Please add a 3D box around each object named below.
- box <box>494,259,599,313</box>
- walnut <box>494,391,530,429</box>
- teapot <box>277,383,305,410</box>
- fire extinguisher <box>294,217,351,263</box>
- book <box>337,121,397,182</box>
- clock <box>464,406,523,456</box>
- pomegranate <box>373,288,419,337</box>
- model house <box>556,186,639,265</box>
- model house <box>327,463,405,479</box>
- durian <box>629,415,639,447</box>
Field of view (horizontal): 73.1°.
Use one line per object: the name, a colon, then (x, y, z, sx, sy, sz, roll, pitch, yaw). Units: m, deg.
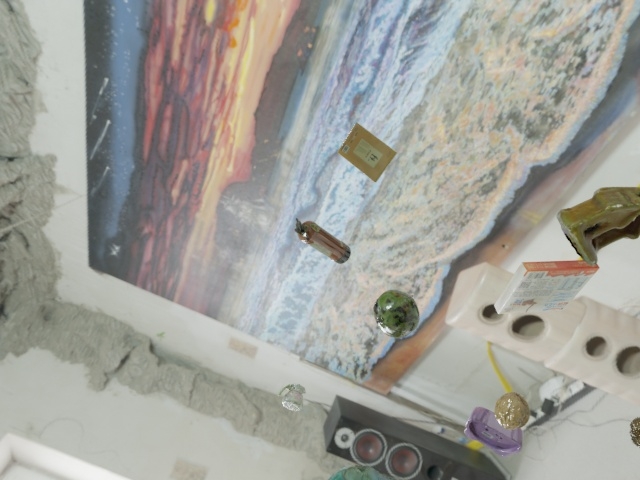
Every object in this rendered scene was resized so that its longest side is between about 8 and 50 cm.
box: (0.804, 0.170, 1.553, 0.265, 0.273, 0.048, 97, 168, -46)
walnut: (0.489, 0.437, 1.102, 0.078, 0.082, 0.096, 7, -77, -55)
teapot: (-0.083, 0.456, 1.272, 0.064, 0.083, 0.064, -46, 16, 45)
fire extinguisher: (0.000, 0.000, 0.901, 0.050, 0.177, 0.062, -41, 50, 15)
book: (0.148, -0.284, 1.392, 0.118, 0.172, 0.012, -55, -18, 22)
clock: (0.492, 0.546, 1.233, 0.050, 0.152, 0.110, -48, -23, -41)
pomegranate: (0.203, 0.180, 1.096, 0.161, 0.122, 0.122, -16, -39, -45)
model house: (0.758, -0.056, 1.113, 0.239, 0.174, 0.268, -33, -10, 23)
model house: (0.030, 0.453, 0.525, 0.241, 0.261, 0.226, -38, 31, 16)
durian: (0.730, 0.429, 0.958, 0.091, 0.080, 0.080, 59, -135, -48)
